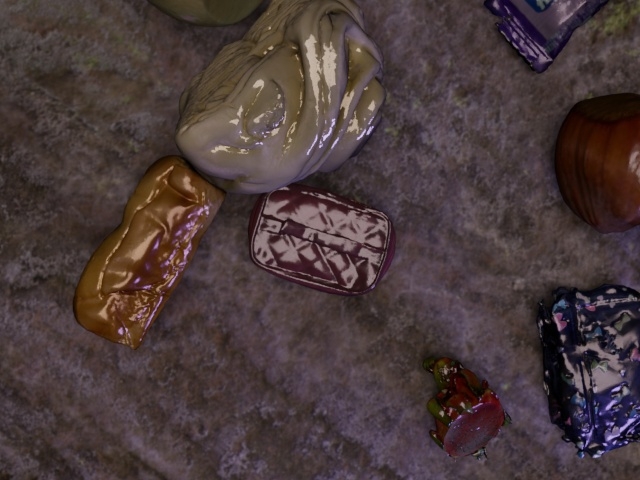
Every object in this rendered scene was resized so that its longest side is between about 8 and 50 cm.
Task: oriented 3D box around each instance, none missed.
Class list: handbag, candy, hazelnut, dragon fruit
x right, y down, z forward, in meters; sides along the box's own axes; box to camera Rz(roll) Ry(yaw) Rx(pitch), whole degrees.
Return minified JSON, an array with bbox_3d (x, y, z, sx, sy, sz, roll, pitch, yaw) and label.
[{"bbox_3d":[0.422,0.194,1.889,0.162,0.113,0.260,-8,92,-5],"label":"handbag"},{"bbox_3d":[0.392,-0.389,1.875,0.275,0.070,0.145,-39,86,7],"label":"candy"},{"bbox_3d":[0.455,-0.119,1.840,0.186,0.210,0.210,-33,93,-29],"label":"hazelnut"},{"bbox_3d":[0.000,0.000,1.872,0.225,0.135,0.146,18,89,1],"label":"handbag"},{"bbox_3d":[0.224,0.253,1.901,0.138,0.142,0.175,-13,71,-37],"label":"dragon fruit"}]

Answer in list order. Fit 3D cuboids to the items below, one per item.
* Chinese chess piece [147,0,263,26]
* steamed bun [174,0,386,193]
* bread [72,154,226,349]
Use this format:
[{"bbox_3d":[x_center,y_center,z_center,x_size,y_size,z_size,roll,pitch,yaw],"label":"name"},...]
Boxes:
[{"bbox_3d":[-0.146,-0.477,1.739,0.146,0.349,0.349,23,94,16],"label":"Chinese chess piece"},{"bbox_3d":[-0.025,-0.205,1.773,0.237,0.346,0.394,45,58,-20],"label":"steamed bun"},{"bbox_3d":[-0.258,0.013,1.858,0.132,0.167,0.294,30,94,-1],"label":"bread"}]
